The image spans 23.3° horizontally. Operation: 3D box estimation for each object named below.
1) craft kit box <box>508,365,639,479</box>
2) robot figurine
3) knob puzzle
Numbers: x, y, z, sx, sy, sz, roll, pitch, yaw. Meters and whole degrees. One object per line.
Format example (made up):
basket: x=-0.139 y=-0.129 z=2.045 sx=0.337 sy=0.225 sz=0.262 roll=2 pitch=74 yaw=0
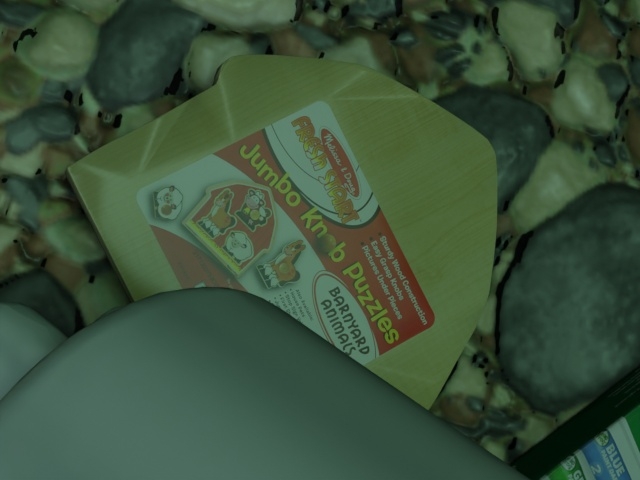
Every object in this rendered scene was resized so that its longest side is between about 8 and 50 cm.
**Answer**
craft kit box: x=0.161 y=0.216 z=0.764 sx=0.250 sy=0.061 sz=0.246 roll=-34 pitch=97 yaw=-21
robot figurine: x=-0.006 y=0.150 z=0.561 sx=0.300 sy=0.353 sz=0.199 roll=1 pitch=116 yaw=-52
knob puzzle: x=0.000 y=0.000 z=0.744 sx=0.213 sy=0.030 sz=0.213 roll=2 pitch=83 yaw=-17
